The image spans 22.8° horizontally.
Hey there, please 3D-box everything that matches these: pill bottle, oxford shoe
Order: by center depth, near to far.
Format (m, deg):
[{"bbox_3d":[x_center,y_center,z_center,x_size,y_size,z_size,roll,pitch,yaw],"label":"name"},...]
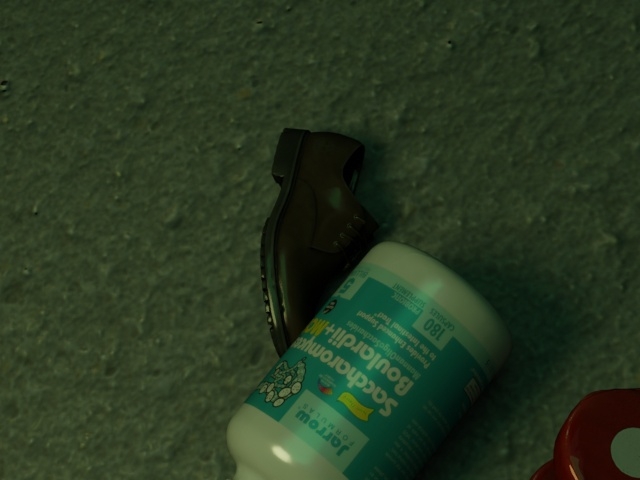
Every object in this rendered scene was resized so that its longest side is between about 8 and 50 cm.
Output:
[{"bbox_3d":[0.025,0.139,1.276,0.146,0.146,0.264,33,75,27],"label":"pill bottle"},{"bbox_3d":[0.000,0.000,1.394,0.096,0.083,0.227,3,65,11],"label":"oxford shoe"}]

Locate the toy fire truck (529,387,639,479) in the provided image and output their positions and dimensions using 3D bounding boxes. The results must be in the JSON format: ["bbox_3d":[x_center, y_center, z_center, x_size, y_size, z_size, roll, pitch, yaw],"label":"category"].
[{"bbox_3d":[0.294,0.238,1.159,0.254,0.169,0.302,-4,62,-8],"label":"toy fire truck"}]
